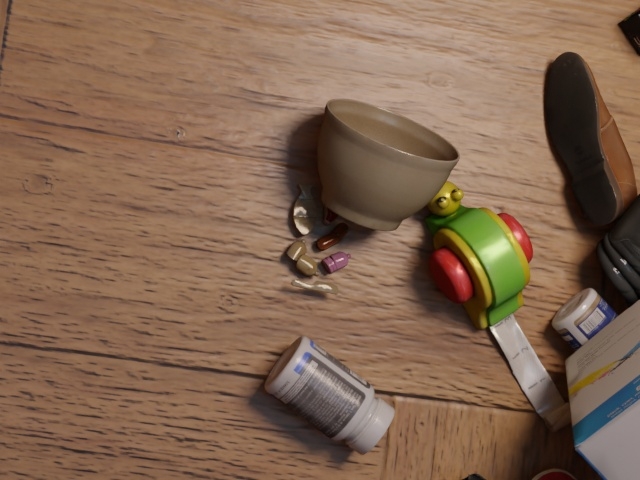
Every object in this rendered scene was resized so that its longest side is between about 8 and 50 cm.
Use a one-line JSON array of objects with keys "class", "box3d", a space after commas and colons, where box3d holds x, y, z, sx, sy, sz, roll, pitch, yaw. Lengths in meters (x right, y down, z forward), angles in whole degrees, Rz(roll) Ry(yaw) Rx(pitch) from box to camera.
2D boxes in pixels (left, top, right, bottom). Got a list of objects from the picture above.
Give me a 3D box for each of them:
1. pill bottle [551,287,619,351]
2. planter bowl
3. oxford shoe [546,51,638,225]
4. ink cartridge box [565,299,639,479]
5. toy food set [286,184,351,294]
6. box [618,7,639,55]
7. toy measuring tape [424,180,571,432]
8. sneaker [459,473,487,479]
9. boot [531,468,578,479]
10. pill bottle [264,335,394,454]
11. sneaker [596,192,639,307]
[{"class": "pill bottle", "box3d": [0.336, 0.120, 1.903, 0.067, 0.067, 0.120, -44, 96, -12]}, {"class": "planter bowl", "box3d": [0.064, -0.078, 1.822, 0.162, 0.162, 0.109, 18, 109, -11]}, {"class": "oxford shoe", "box3d": [0.328, -0.124, 1.929, 0.076, 0.076, 0.212, -12, 86, -43]}, {"class": "ink cartridge box", "box3d": [0.387, 0.185, 1.758, 0.168, 0.232, 0.171, -41, 102, 17]}, {"class": "toy food set", "box3d": [0.000, 0.000, 1.862, 0.078, 0.019, 0.122, 12, 76, -12]}, {"class": "box", "box3d": [0.417, -0.270, 1.952, 0.083, 0.062, 0.052, -35, 96, -13]}, {"class": "toy measuring tape", "box3d": [0.217, 0.075, 1.856, 0.121, 0.121, 0.330, -30, 93, -13]}, {"class": "sneaker", "box3d": [0.195, 0.300, 1.834, 0.170, 0.051, 0.089, -28, 118, 28]}, {"class": "boot", "box3d": [0.319, 0.377, 1.825, 0.088, 0.176, 0.244, -23, 89, -9]}, {"class": "pill bottle", "box3d": [0.012, 0.177, 1.820, 0.137, 0.078, 0.078, 37, 79, -7]}, {"class": "sneaker", "box3d": [0.450, 0.045, 1.916, 0.296, 0.104, 0.147, 34, 123, -23]}]
